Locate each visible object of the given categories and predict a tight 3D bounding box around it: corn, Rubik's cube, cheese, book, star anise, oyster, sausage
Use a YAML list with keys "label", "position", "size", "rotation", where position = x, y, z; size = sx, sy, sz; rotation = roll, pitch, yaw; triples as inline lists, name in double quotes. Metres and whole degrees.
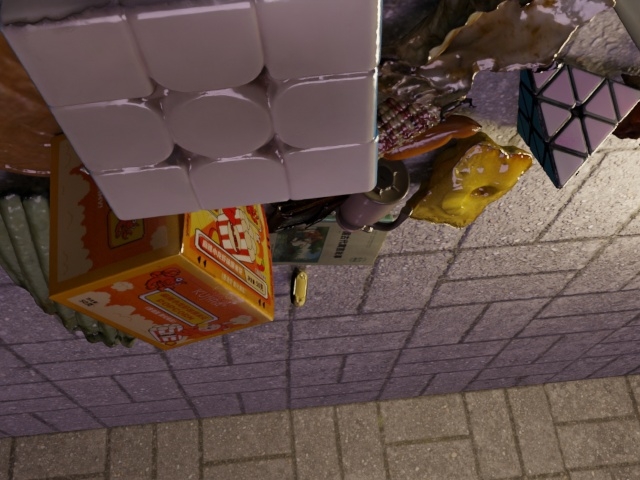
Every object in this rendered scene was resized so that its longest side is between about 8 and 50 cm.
- label: "corn"
  position: [0.111, -0.176, 1.025]
  size: [0.237, 0.080, 0.079]
  rotation: [-35, 146, 18]
- label: "Rubik's cube"
  position: [0.377, -0.234, 1.025]
  size: [0.190, 0.211, 0.178]
  rotation: [-32, 121, 12]
- label: "cheese"
  position: [-0.057, 0.129, 1.665]
  size: [0.036, 0.086, 0.162]
  rotation: [3, 167, -7]
- label: "Rubik's cube"
  position: [-0.100, -0.225, 0.662]
  size: [0.291, 0.291, 0.292]
  rotation: [-7, 152, 2]
- label: "book"
  position: [0.000, 0.000, 1.465]
  size: [0.282, 0.025, 0.215]
  rotation: [0, 152, -10]
- label: "star anise"
  position: [0.575, -0.227, 1.065]
  size: [0.196, 0.111, 0.212]
  rotation: [-5, 148, -19]
- label: "oyster"
  position: [0.209, -0.262, 0.857]
  size: [0.197, 0.133, 0.337]
  rotation: [17, 149, -40]
- label: "sausage"
  position: [0.176, -0.175, 1.117]
  size: [0.183, 0.054, 0.062]
  rotation: [-16, -175, 14]

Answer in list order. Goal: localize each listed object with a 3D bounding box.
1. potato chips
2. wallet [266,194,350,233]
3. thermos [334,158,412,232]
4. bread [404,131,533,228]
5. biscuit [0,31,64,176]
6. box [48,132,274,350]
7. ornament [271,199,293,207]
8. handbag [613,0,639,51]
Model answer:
- label: "potato chips"
  position: [-0.470, 0.045, 1.226]
  size: [0.358, 0.070, 0.429]
  rotation: [24, 141, 8]
- label: "wallet"
  position: [-0.030, -0.048, 1.238]
  size: [0.132, 0.039, 0.243]
  rotation: [-16, 177, -12]
- label: "thermos"
  position: [0.097, -0.068, 1.244]
  size: [0.137, 0.105, 0.193]
  rotation: [24, 153, -5]
- label: "bread"
  position: [0.267, -0.113, 1.234]
  size: [0.160, 0.088, 0.233]
  rotation: [4, 150, -32]
- label: "biscuit"
  position: [-0.411, -0.201, 0.907]
  size: [0.365, 0.062, 0.385]
  rotation: [-24, 150, 29]
- label: "box"
  position: [-0.222, -0.014, 0.988]
  size: [0.213, 0.260, 0.283]
  rotation: [-19, 152, 14]
- label: "ornament"
  position: [-0.076, -0.147, 1.086]
  size: [0.202, 0.080, 0.236]
  rotation: [-24, 152, 25]
- label: "handbag"
  position: [0.464, -0.340, 0.800]
  size: [0.241, 0.109, 0.315]
  rotation: [-23, 146, 28]
